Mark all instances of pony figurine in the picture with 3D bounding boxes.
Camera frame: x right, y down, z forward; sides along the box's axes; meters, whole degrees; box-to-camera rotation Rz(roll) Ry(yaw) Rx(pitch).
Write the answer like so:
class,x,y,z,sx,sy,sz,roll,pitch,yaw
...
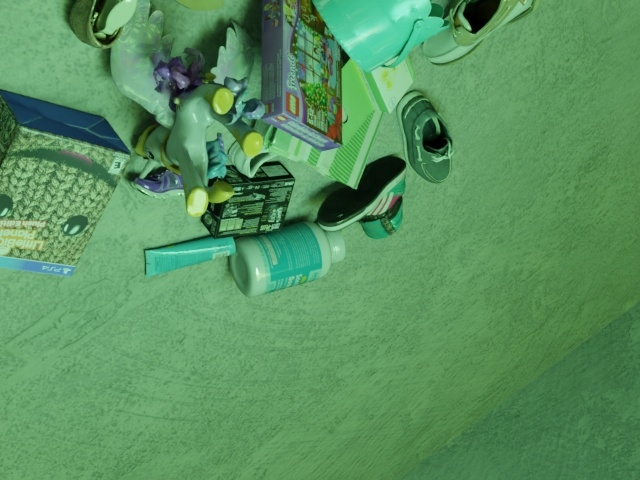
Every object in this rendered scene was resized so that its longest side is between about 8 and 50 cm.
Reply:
class,x,y,z,sx,sy,sz,roll,pitch,yaw
pony figurine,-0.240,-0.242,1.646,0.302,0.363,0.351,7,106,-34

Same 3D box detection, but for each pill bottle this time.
class,x,y,z,sx,sy,sz,roll,pitch,yaw
pill bottle,-0.075,0.038,2.137,0.264,0.146,0.146,-14,134,-26

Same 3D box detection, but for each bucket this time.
class,x,y,z,sx,sy,sz,roll,pitch,yaw
bucket,0.106,-0.471,1.712,0.183,0.281,0.281,-31,144,18

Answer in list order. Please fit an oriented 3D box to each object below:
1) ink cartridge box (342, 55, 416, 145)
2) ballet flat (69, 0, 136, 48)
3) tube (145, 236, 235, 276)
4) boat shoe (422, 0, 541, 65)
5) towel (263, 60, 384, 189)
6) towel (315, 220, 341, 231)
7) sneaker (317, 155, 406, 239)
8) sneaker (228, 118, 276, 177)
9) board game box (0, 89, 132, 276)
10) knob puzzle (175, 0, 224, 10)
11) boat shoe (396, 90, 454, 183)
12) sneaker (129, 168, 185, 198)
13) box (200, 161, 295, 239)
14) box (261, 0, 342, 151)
class,x,y,z,sx,sy,sz,roll,pitch,yaw
ink cartridge box,0.109,-0.340,1.951,0.235,0.056,0.171,-56,142,-20
ballet flat,-0.321,-0.463,1.510,0.107,0.106,0.316,9,119,-44
tube,-0.299,0.031,2.036,0.207,0.052,0.080,-14,129,-22
boat shoe,0.330,-0.485,1.949,0.103,0.113,0.302,-2,159,-46
towel,0.022,-0.267,1.958,0.325,0.038,0.248,22,89,-51
towel,0.000,0.000,2.273,0.102,0.021,0.237,4,122,-47
sneaker,0.108,-0.065,2.192,0.295,0.123,0.178,-38,138,-31
sneaker,-0.107,-0.228,1.913,0.080,0.094,0.212,21,111,-46
board game box,-0.530,-0.099,1.648,0.232,0.141,0.291,11,118,-44
knob puzzle,-0.217,-0.501,1.595,0.213,0.030,0.213,-33,136,-39
boat shoe,0.276,-0.233,2.216,0.116,0.099,0.319,-37,141,-6
sneaker,-0.324,-0.130,1.866,0.170,0.068,0.071,-7,115,-46
box,-0.163,-0.092,2.005,0.180,0.077,0.147,-9,131,-33
box,-0.033,-0.342,1.733,0.057,0.293,0.201,-11,162,34
